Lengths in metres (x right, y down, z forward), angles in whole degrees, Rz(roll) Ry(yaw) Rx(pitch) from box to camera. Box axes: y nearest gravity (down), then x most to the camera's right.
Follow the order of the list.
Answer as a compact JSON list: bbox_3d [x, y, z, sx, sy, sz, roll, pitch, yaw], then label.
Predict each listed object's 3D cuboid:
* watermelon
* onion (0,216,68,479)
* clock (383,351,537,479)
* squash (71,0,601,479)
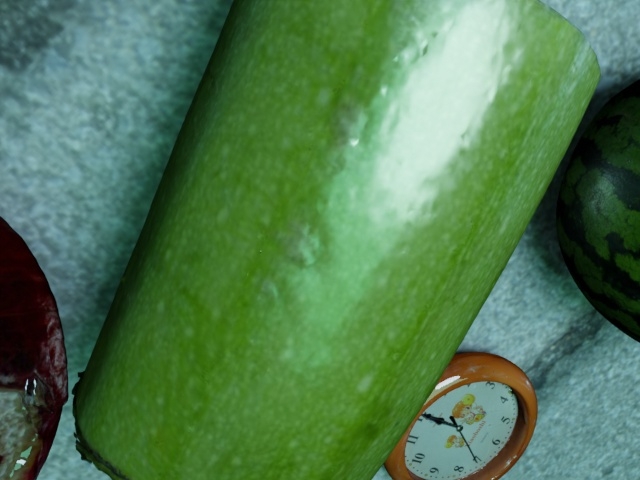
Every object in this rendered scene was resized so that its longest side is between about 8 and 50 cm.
[{"bbox_3d":[0.383,-0.024,0.553,0.285,0.285,0.285,-6,111,-16],"label":"watermelon"},{"bbox_3d":[-0.328,0.094,0.400,0.314,0.232,0.314,0,86,0],"label":"onion"},{"bbox_3d":[0.168,0.226,0.692,0.205,0.051,0.205,-6,112,-15],"label":"clock"},{"bbox_3d":[0.000,0.000,0.442,0.263,0.263,0.384,22,101,-23],"label":"squash"}]
